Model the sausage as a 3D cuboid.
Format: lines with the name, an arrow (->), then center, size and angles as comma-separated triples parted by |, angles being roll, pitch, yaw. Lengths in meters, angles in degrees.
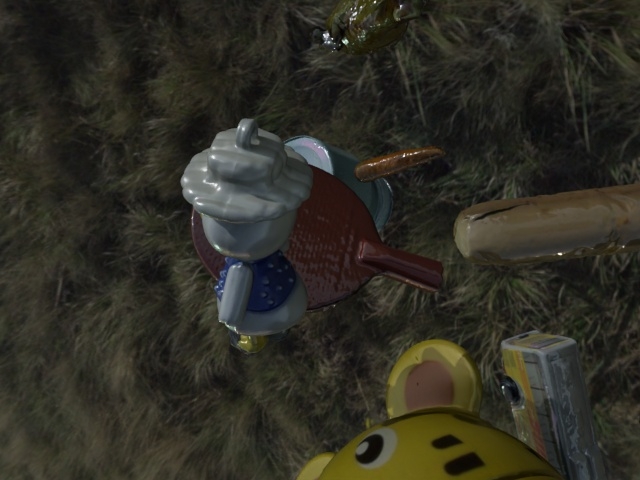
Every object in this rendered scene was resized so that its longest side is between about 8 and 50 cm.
sausage -> 0.268, -0.022, 0.392 | 0.302, 0.065, 0.065 | -9, 113, 3

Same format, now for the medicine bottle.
medicine bottle -> 0.027, -0.111, 1.154 | 0.245, 0.290, 0.244 | -7, 79, 40

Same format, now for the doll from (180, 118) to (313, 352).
doll -> -0.068, 0.008, 0.470 | 0.119, 0.138, 0.293 | 20, 137, 16

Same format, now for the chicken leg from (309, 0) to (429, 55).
chicken leg -> 0.136, -0.459, 0.917 | 0.140, 0.211, 0.361 | 53, 166, -27

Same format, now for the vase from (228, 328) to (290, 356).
vase -> -0.144, 0.214, 1.106 | 0.115, 0.115, 0.237 | 47, 151, -3

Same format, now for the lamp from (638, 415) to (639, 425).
lamp -> 0.593, 0.307, 0.772 | 0.090, 0.101, 0.101 | -9, 113, 7

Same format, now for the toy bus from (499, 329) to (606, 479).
toy bus -> 0.342, 0.272, 0.669 | 0.106, 0.092, 0.267 | 167, 92, -69

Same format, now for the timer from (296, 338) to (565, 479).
timer -> 0.114, 0.345, 0.528 | 0.387, 0.377, 0.375 | -127, 30, -51

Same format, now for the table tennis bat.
table tennis bat -> 0.000, 0.000, 0.732 | 0.415, 0.267, 0.051 | 17, 152, -6

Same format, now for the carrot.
carrot -> 0.146, -0.150, 0.873 | 0.191, 0.047, 0.047 | -13, 110, 40
